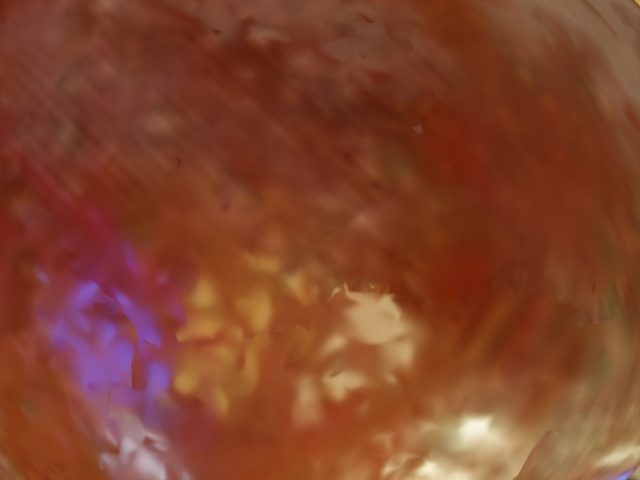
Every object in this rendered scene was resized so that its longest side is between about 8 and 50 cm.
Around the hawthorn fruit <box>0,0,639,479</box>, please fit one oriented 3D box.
[{"bbox_3d":[0.000,0.000,0.543,0.284,0.284,0.284,-20,158,-8],"label":"hawthorn fruit"}]
